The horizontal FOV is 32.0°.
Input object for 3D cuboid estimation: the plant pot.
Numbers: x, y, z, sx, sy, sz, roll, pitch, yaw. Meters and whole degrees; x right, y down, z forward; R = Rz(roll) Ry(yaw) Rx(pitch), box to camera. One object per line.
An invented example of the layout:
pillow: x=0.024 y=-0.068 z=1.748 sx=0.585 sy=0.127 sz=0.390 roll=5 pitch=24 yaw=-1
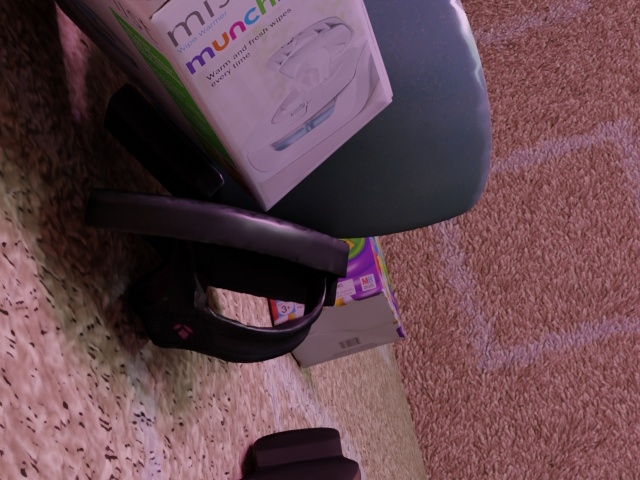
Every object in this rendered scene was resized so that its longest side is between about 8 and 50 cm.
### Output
plant pot: x=-0.023 y=-0.118 z=0.911 sx=0.290 sy=0.195 sz=0.290 roll=56 pitch=-19 yaw=31

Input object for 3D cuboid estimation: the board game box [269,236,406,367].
board game box: x=0.000 y=0.000 z=1.456 sx=0.142 sy=0.144 sz=0.275 roll=63 pitch=12 yaw=-57

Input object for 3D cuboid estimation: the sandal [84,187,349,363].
sandal: x=-0.058 y=0.041 z=0.859 sx=0.446 sy=0.167 sz=0.107 roll=45 pitch=54 yaw=-79

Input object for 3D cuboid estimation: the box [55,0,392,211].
box: x=-0.097 y=-0.183 z=0.695 sx=0.262 sy=0.127 sz=0.231 roll=44 pitch=-7 yaw=25

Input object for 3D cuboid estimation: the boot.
boot: x=-0.016 y=0.237 z=0.918 sx=0.305 sy=0.112 sz=0.115 roll=-8 pitch=92 yaw=-86

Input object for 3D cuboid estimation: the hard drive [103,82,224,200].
hard drive: x=-0.118 y=-0.066 z=0.816 sx=0.094 sy=0.022 sz=0.135 roll=46 pitch=-9 yaw=-9
